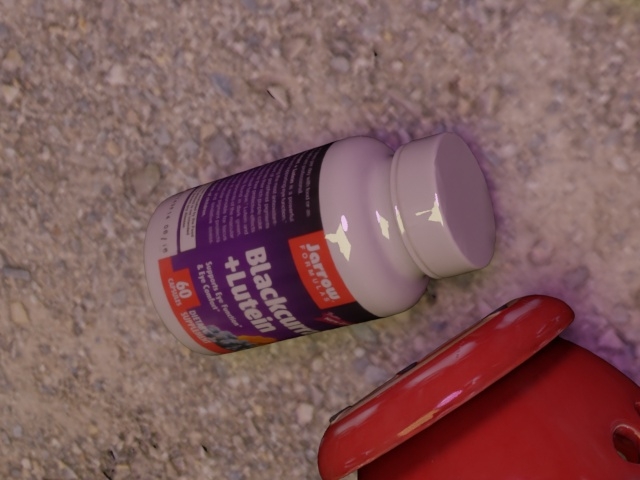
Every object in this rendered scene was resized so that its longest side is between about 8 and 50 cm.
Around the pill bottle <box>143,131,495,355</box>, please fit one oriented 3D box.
[{"bbox_3d":[0.000,0.000,0.657,0.193,0.108,0.108,-16,101,29],"label":"pill bottle"}]

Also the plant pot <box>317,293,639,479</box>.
[{"bbox_3d":[0.109,0.136,0.615,0.191,0.191,0.174,-38,81,31],"label":"plant pot"}]
